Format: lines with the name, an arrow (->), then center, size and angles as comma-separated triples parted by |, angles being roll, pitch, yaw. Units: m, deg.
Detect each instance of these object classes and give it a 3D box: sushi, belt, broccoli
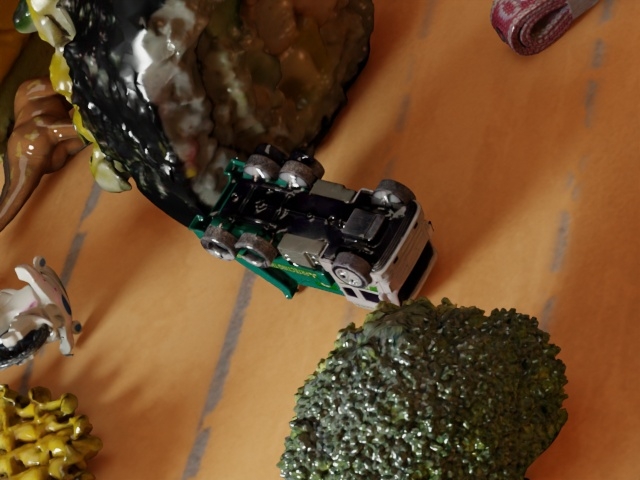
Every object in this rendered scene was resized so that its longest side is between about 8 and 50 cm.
sushi -> -0.141, -0.223, 1.915 | 0.285, 0.329, 0.328 | 22, 70, 36
belt -> 0.264, -0.258, 1.864 | 0.232, 0.071, 0.053 | -37, 48, 4
broccoli -> 0.073, 0.152, 1.546 | 0.198, 0.226, 0.176 | 37, 32, 11

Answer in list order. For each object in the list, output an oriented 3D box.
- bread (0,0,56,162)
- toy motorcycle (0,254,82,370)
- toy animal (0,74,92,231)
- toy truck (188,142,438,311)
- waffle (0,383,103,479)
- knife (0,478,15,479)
bread -> -0.347, -0.225, 2.228 | 0.138, 0.077, 0.361 | -5, 49, 38
toy motorcycle -> -0.322, 0.086, 1.913 | 0.221, 0.102, 0.150 | -8, 28, 39
toy animal -> -0.293, -0.081, 2.078 | 0.229, 0.066, 0.224 | -22, 55, 1
toy truck -> 0.000, 0.000, 1.772 | 0.216, 0.116, 0.110 | 14, 62, 33
waffle -> -0.311, 0.231, 1.817 | 0.228, 0.051, 0.231 | 6, 56, 41
knife -> -0.284, 0.359, 1.651 | 0.080, 0.044, 0.331 | -7, 62, 21
